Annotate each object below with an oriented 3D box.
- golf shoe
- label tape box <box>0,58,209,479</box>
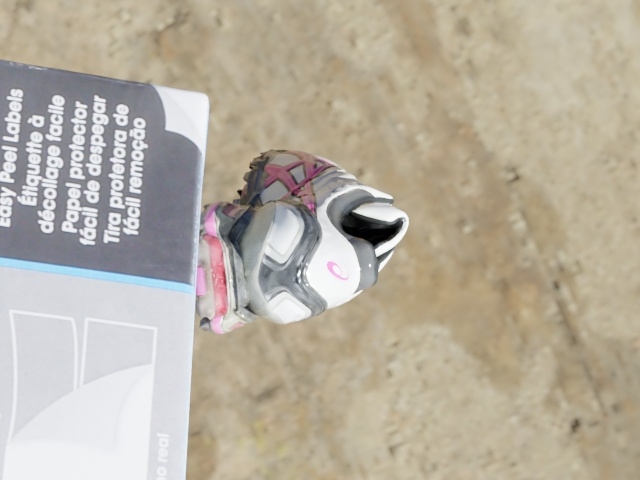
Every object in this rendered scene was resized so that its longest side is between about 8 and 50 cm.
[{"bbox_3d":[0.000,0.000,0.837,0.186,0.086,0.067,-59,145,-72],"label":"golf shoe"},{"bbox_3d":[-0.216,0.049,0.653,0.334,0.106,0.240,8,67,-15],"label":"label tape box"}]
